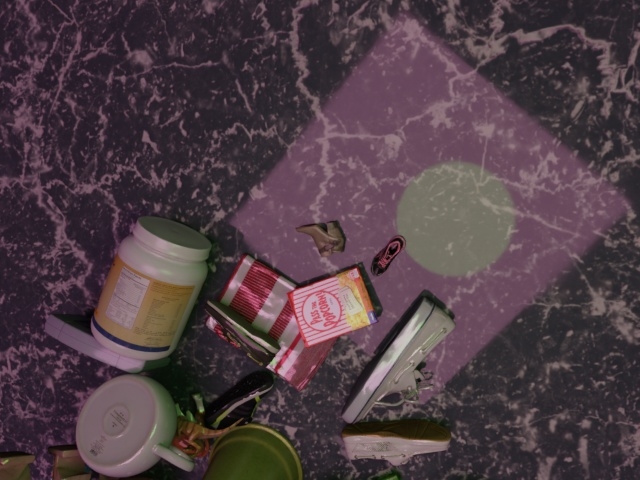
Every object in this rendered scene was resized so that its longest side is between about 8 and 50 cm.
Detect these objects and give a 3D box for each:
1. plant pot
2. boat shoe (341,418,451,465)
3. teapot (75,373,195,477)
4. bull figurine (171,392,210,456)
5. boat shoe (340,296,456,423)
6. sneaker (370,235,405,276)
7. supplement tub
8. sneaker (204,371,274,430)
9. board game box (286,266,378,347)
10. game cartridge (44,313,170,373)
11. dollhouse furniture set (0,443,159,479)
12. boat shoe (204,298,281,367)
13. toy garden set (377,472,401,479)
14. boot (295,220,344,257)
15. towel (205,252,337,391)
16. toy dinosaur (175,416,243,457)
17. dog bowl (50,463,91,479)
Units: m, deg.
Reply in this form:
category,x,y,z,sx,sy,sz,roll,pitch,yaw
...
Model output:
category,x,y,z,sx,sy,sz,roll,pitch,yaw
plant pot,-0.208,0.653,1.327,0.276,0.254,0.276,1,97,12
boat shoe,0.193,0.515,1.307,0.277,0.098,0.096,-7,95,23
teapot,-0.451,0.464,1.285,0.252,0.187,0.256,-18,57,5
bull figurine,-0.452,0.529,1.445,0.310,0.101,0.188,-5,93,11
boat shoe,0.206,0.325,1.271,0.156,0.136,0.367,36,93,3
sneaker,0.162,0.041,1.276,0.047,0.057,0.119,36,104,5
supplement tub,-0.426,0.118,1.328,0.228,0.228,0.316,27,101,9
sneaker,-0.206,0.443,1.407,0.235,0.084,0.097,-34,112,15
board game box,0.030,0.167,1.301,0.193,0.045,0.146,-21,82,4
game cartridge,-0.572,0.275,1.394,0.297,0.198,0.062,22,89,10
dollhouse furniture set,-0.646,0.706,1.309,0.256,0.394,0.362,-18,70,44
boat shoe,-0.212,0.237,1.333,0.228,0.081,0.068,35,96,6
toy garden set,0.166,0.746,1.362,0.204,0.049,0.244,-27,91,12
boot,0.000,0.000,1.316,0.118,0.042,0.087,-7,97,14
towel,-0.123,0.216,1.371,0.329,0.037,0.237,33,101,7
toy dinosaur,-0.317,0.498,1.341,0.211,0.064,0.112,11,89,6
dog bowl,-0.768,0.730,1.515,0.074,0.166,0.297,40,103,-7
